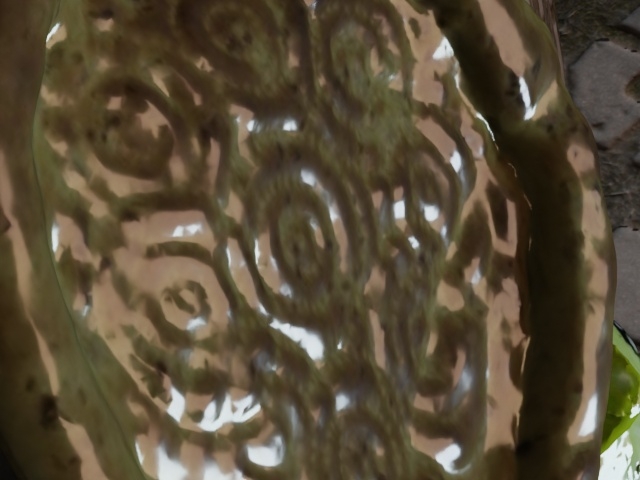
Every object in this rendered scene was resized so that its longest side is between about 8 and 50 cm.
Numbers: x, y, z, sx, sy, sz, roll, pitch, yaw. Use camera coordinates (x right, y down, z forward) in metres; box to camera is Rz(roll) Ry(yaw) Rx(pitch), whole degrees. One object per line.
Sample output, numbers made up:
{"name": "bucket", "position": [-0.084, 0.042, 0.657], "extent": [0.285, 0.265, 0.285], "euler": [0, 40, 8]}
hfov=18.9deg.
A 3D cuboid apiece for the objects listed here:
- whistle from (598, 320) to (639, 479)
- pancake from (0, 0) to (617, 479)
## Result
{"name": "whistle", "position": [0.028, 0.035, 0.582], "extent": [0.294, 0.141, 0.141], "euler": [62, 22, -58]}
{"name": "pancake", "position": [0.000, 0.000, 0.467], "extent": [0.250, 0.031, 0.250], "euler": [22, 60, -44]}
